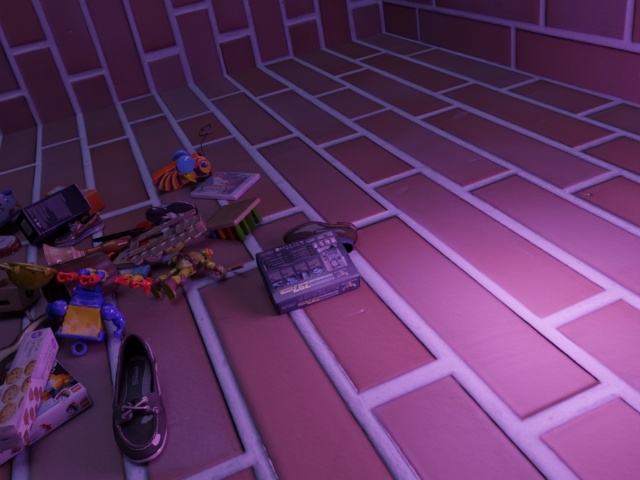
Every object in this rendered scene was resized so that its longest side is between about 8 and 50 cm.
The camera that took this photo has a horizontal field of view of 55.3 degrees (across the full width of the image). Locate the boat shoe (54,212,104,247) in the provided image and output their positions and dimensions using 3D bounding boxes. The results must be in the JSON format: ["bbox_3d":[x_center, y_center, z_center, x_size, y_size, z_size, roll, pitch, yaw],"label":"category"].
[{"bbox_3d":[-0.843,-0.039,2.113,0.066,0.066,0.183,14,38,37],"label":"boat shoe"}]

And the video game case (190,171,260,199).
[{"bbox_3d":[-0.354,-0.205,2.277,0.201,0.023,0.183,5,33,26],"label":"video game case"}]

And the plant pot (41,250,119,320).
[{"bbox_3d":[-0.667,0.116,1.712,0.167,0.167,0.165,13,31,36],"label":"plant pot"}]

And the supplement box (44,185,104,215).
[{"bbox_3d":[-0.942,-0.154,2.334,0.233,0.078,0.080,9,38,32],"label":"supplement box"}]

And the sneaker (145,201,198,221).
[{"bbox_3d":[-0.510,-0.106,2.120,0.178,0.072,0.077,0,15,4],"label":"sneaker"}]

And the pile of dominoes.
[{"bbox_3d":[-0.474,0.001,1.896,0.251,0.040,0.196,-26,31,1],"label":"pile of dominoes"}]

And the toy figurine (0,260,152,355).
[{"bbox_3d":[-0.618,0.179,1.514,0.362,0.217,0.191,8,0,-11],"label":"toy figurine"}]

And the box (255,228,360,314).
[{"bbox_3d":[-0.035,0.079,1.605,0.232,0.059,0.183,-19,47,-12],"label":"box"}]

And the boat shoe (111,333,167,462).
[{"bbox_3d":[-0.400,0.327,1.313,0.112,0.096,0.335,-17,30,-10],"label":"boat shoe"}]

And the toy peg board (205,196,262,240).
[{"bbox_3d":[-0.279,-0.055,1.965,0.160,0.079,0.161,-11,26,33],"label":"toy peg board"}]

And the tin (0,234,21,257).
[{"bbox_3d":[-1.144,0.021,2.146,0.189,0.040,0.106,-1,36,17],"label":"tin"}]

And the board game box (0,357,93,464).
[{"bbox_3d":[-0.685,0.391,1.343,0.305,0.053,0.193,-33,36,-33],"label":"board game box"}]

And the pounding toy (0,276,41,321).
[{"bbox_3d":[-0.878,0.169,1.764,0.141,0.100,0.130,-6,16,5],"label":"pounding toy"}]

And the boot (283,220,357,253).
[{"bbox_3d":[0.000,0.000,1.751,0.219,0.082,0.106,-7,27,3],"label":"boot"}]

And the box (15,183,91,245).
[{"bbox_3d":[-0.932,-0.091,2.135,0.207,0.108,0.153,-37,7,-37],"label":"box"}]

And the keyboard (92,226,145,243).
[{"bbox_3d":[-0.668,-0.005,2.002,0.192,0.038,0.100,-11,4,31],"label":"keyboard"}]

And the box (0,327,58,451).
[{"bbox_3d":[-0.647,0.316,1.339,0.067,0.063,0.324,-11,30,-3],"label":"box"}]

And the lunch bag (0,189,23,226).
[{"bbox_3d":[-1.261,-0.064,2.220,0.243,0.115,0.303,-12,22,36],"label":"lunch bag"}]

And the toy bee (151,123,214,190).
[{"bbox_3d":[-0.489,-0.277,2.351,0.298,0.162,0.195,-31,35,16],"label":"toy bee"}]

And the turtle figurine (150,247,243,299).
[{"bbox_3d":[-0.369,0.081,1.730,0.269,0.087,0.217,11,36,33],"label":"turtle figurine"}]

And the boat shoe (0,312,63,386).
[{"bbox_3d":[-0.723,0.282,1.532,0.095,0.095,0.257,31,36,2],"label":"boat shoe"}]

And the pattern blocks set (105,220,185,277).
[{"bbox_3d":[-0.558,0.028,1.937,0.285,0.026,0.325,-2,32,25],"label":"pattern blocks set"}]

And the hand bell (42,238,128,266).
[{"bbox_3d":[-0.720,0.039,1.904,0.242,0.126,0.126,-16,30,-20],"label":"hand bell"}]
